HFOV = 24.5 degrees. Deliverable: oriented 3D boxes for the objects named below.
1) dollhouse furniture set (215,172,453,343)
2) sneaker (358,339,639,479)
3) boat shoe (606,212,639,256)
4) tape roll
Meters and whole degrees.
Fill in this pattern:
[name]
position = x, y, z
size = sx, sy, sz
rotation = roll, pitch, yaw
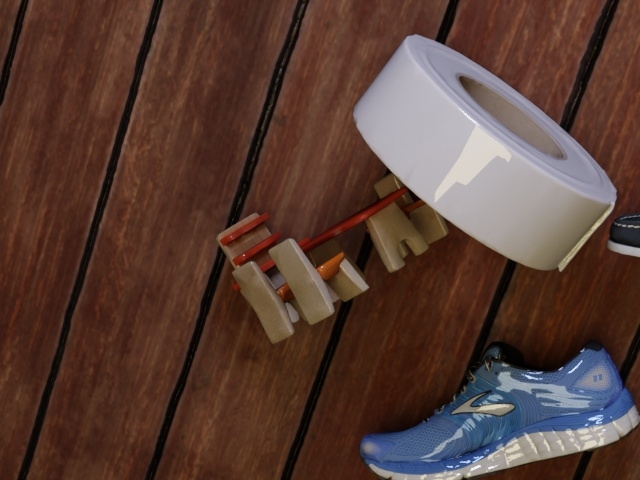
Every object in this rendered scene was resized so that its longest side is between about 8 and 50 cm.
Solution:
[dollhouse furniture set]
position = 0.000, 0.000, 1.667
size = 0.259, 0.262, 0.135
rotation = -30, 92, 50
[sneaker]
position = 0.199, 0.198, 1.731
size = 0.330, 0.130, 0.147
rotation = -17, 83, 14
[boat shoe]
position = 0.464, -0.032, 1.607
size = 0.302, 0.114, 0.091
rotation = -3, 103, 3
[tape roll]
position = 0.176, -0.095, 1.570
size = 0.286, 0.286, 0.100
rotation = 38, 108, 3
